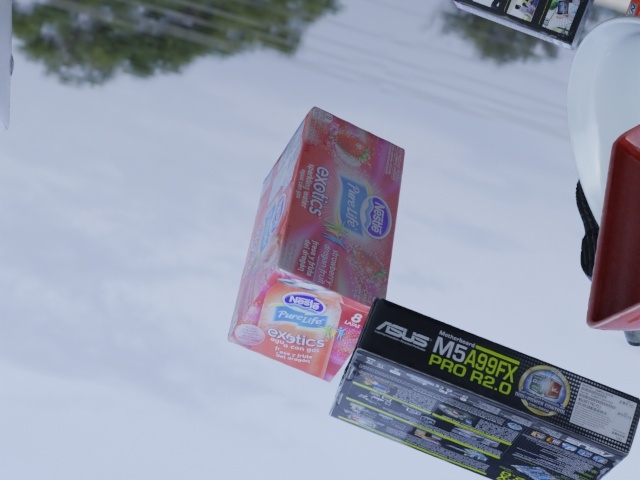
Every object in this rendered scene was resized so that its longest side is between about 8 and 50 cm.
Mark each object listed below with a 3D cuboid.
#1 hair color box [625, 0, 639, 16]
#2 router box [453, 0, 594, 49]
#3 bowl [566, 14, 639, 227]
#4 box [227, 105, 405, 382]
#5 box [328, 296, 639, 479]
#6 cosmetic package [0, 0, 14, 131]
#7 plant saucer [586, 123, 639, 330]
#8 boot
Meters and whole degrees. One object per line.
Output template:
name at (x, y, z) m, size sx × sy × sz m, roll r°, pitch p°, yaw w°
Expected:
hair color box at (0.412, -0.235, 1.666) m, size 0.072 × 0.043 × 0.141 m, roll 11°, pitch -163°, yaw -25°
router box at (0.230, -0.302, 1.496) m, size 0.133 × 0.179 × 0.046 m, roll 23°, pitch -176°, yaw 12°
bowl at (0.367, -0.086, 1.366) m, size 0.134 × 0.298 × 0.298 m, roll -22°, pitch -153°, yaw -18°
box at (0.000, 0.000, 1.804) m, size 0.142 × 0.154 × 0.300 m, roll 23°, pitch -138°, yaw -12°
box at (0.153, 0.164, 1.437) m, size 0.270 × 0.060 × 0.216 m, roll 21°, pitch 156°, yaw 3°
cosmetic package at (-0.485, -0.267, 1.849) m, size 0.155 × 0.197 × 0.365 m, roll 0°, pitch 171°, yaw -5°
plant saucer at (0.329, -0.050, 1.105) m, size 0.048 × 0.258 × 0.259 m, roll 47°, pitch -145°, yaw -19°
boot at (0.397, 0.007, 1.923) m, size 0.083 × 0.247 × 0.161 m, roll -10°, pitch 137°, yaw 28°
